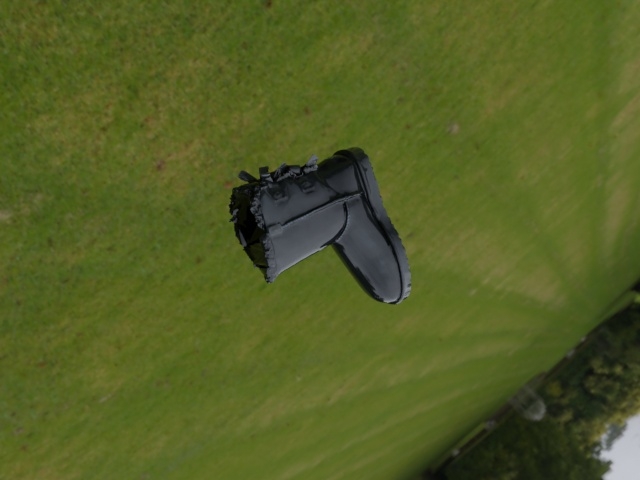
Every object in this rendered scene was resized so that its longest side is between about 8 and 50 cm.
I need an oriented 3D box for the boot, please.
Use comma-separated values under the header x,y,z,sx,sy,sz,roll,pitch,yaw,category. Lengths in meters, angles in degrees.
x,y,z,sx,sy,sz,roll,pitch,yaw,category
0.000,0.000,0.510,0.099,0.121,0.045,-24,-173,-34,boot
